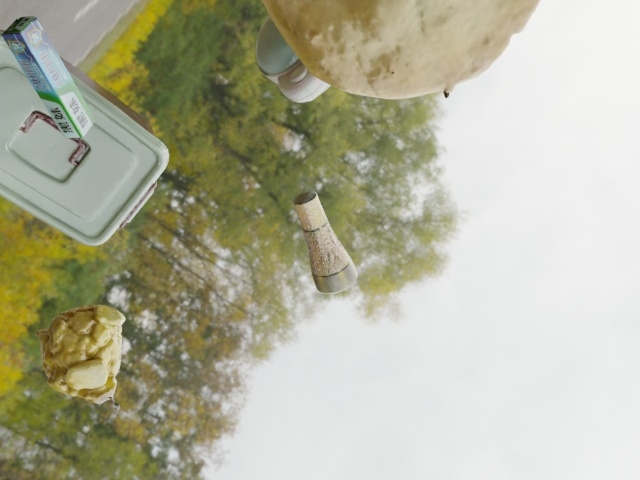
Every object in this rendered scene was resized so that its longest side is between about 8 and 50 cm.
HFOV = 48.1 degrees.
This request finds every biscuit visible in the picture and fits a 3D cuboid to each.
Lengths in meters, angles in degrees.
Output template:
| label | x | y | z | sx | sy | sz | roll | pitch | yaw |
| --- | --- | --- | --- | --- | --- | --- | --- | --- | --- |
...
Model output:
| label | x | y | z | sx | sy | sz | roll | pitch | yaw |
| --- | --- | --- | --- | --- | --- | --- | --- | --- | --- |
| biscuit | 0.105 | -0.407 | 0.997 | 0.429 | 0.446 | 0.104 | -20 | -154 | 8 |

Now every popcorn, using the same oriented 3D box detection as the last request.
| label | x | y | z | sx | sy | sz | roll | pitch | yaw |
| --- | --- | --- | --- | --- | --- | --- | --- | --- | --- |
| popcorn | -0.390 | 0.175 | 1.166 | 0.194 | 0.140 | 0.163 | -134 | -134 | -65 |

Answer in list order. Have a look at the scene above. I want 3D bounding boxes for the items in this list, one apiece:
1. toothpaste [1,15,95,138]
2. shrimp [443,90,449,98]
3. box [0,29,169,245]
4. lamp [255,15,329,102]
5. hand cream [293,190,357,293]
| label | x | y | z | sx | sy | sz | roll | pitch | yaw |
| --- | --- | --- | --- | --- | --- | --- | --- | --- | --- |
| toothpaste | -0.177 | -0.106 | 0.472 | 0.017 | 0.083 | 0.020 | 2 | -132 | 21 |
| shrimp | 0.278 | -0.390 | 1.648 | 0.025 | 0.127 | 0.091 | -14 | -179 | 9 |
| box | -0.374 | -0.154 | 1.010 | 0.193 | 0.294 | 0.167 | -48 | -154 | 11 |
| lamp | -0.052 | -0.381 | 1.411 | 0.179 | 0.108 | 0.246 | -36 | -128 | 28 |
| hand cream | 0.000 | 0.000 | 1.309 | 0.084 | 0.203 | 0.084 | -17 | -150 | 10 |
